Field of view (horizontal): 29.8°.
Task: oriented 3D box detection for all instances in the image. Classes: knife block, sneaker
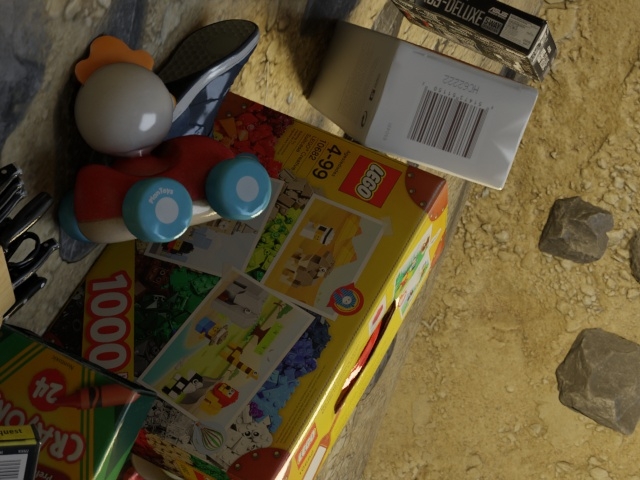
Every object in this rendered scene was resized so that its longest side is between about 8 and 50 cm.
[{"bbox_3d":[-0.380,0.034,1.223,0.242,0.088,0.276,-69,163,6],"label":"knife block"},{"bbox_3d":[-0.154,-0.179,1.605,0.226,0.086,0.163,-47,146,-25],"label":"sneaker"}]

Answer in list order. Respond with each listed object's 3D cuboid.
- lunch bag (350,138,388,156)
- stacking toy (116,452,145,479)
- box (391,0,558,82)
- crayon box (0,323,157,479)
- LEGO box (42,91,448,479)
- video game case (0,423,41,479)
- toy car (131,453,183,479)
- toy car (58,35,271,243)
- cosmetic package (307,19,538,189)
[{"bbox_3d":[0.090,-0.053,2.429,0.235,0.169,0.287,43,64,-69],"label":"lunch bag"},{"bbox_3d":[-0.365,0.469,1.922,0.280,0.130,0.308,9,102,-46],"label":"stacking toy"},{"bbox_3d":[0.293,-0.417,2.301,0.076,0.307,0.242,-63,163,4],"label":"box"},{"bbox_3d":[-0.357,0.284,1.433,0.318,0.202,0.081,-66,164,-5],"label":"crayon box"},{"bbox_3d":[-0.099,0.086,1.664,0.500,0.373,0.193,-59,162,-24],"label":"LEGO box"},{"bbox_3d":[-0.437,0.315,1.260,0.248,0.035,0.274,1,119,-28],"label":"video game case"},{"bbox_3d":[-0.179,0.329,1.762,0.136,0.182,0.159,-35,-171,-32],"label":"toy car"},{"bbox_3d":[-0.203,-0.126,1.409,0.210,0.219,0.237,-17,100,-33],"label":"toy car"},{"bbox_3d":[0.145,-0.226,1.902,0.453,0.230,0.161,-129,-123,-72],"label":"cosmetic package"}]
